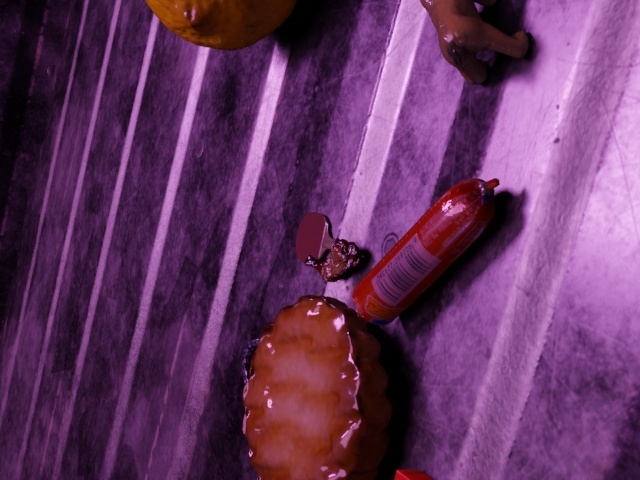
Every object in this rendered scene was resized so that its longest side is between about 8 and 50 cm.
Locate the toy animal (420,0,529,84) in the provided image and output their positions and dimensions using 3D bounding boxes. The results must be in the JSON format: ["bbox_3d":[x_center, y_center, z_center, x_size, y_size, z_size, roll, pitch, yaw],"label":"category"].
[{"bbox_3d":[0.169,-0.291,1.113,0.103,0.101,0.219,-52,41,42],"label":"toy animal"}]

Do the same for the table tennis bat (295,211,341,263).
[{"bbox_3d":[0.000,0.000,1.409,0.156,0.013,0.087,14,92,61],"label":"table tennis bat"}]

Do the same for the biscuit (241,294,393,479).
[{"bbox_3d":[-0.003,0.241,1.259,0.325,0.107,0.326,-18,67,53],"label":"biscuit"}]

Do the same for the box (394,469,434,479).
[{"bbox_3d":[0.120,0.373,1.073,0.100,0.048,0.152,19,101,58],"label":"box"}]

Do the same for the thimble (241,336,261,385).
[{"bbox_3d":[-0.086,0.214,1.442,0.095,0.066,0.104,2,84,57],"label":"thimble"}]

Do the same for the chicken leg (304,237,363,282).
[{"bbox_3d":[0.019,0.034,1.336,0.145,0.037,0.062,-31,73,55],"label":"chicken leg"}]

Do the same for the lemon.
[{"bbox_3d":[-0.174,-0.505,1.545,0.336,0.336,0.336,-23,63,55],"label":"lemon"}]

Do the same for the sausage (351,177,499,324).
[{"bbox_3d":[0.138,0.010,1.114,0.274,0.074,0.074,-51,41,41],"label":"sausage"}]
